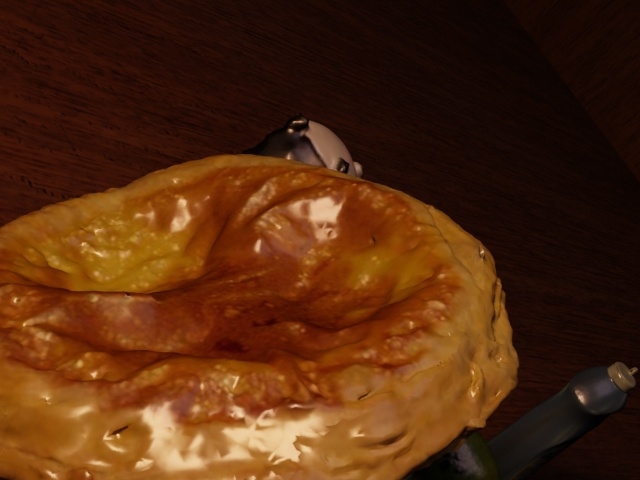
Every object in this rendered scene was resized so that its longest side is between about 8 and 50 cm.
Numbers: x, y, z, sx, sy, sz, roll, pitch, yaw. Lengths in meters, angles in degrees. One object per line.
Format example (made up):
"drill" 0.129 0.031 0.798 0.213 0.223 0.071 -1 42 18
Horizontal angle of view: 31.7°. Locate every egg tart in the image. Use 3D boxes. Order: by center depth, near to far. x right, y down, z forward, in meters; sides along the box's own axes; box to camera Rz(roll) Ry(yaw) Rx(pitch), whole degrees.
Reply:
"egg tart" -0.074 0.087 0.835 0.443 0.178 0.443 0 28 0

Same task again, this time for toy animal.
"toy animal" 0.004 -0.008 1.229 0.235 0.165 0.187 48 8 9

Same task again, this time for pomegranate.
"pomegranate" 0.103 0.236 1.085 0.122 0.122 0.161 53 35 13

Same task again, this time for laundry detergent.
"laundry detergent" 0.278 0.206 1.290 0.096 0.206 0.061 15 40 -51

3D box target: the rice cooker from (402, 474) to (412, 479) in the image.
"rice cooker" 0.009 0.184 1.004 0.145 0.127 0.206 47 28 3
